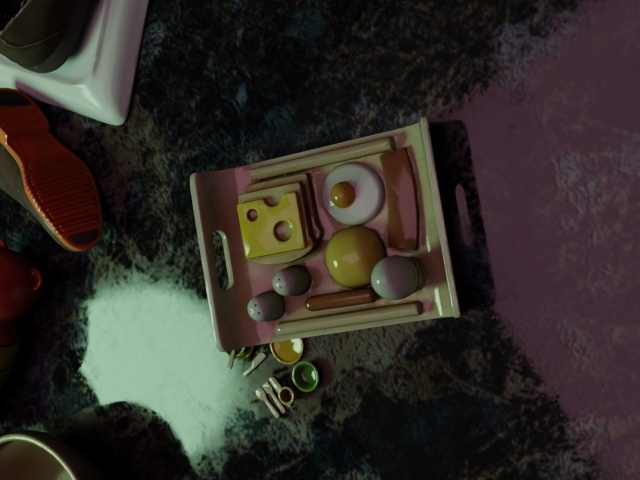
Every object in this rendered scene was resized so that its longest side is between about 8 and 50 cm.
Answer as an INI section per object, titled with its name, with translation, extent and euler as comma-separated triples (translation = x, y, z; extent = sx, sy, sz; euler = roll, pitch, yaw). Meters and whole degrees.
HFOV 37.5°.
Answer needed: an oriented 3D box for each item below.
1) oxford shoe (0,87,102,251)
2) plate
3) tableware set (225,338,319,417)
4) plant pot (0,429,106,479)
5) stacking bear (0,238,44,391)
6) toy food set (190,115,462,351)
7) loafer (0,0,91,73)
[oxford shoe]
translation = -0.387, -0.083, 1.305
extent = 0.271, 0.097, 0.098
euler = 56, 136, 19
[plate]
translation = -0.356, -0.320, 1.284
extent = 0.277, 0.045, 0.278
euler = 19, 102, 26
[tableware set]
translation = -0.070, 0.138, 1.166
extent = 0.104, 0.024, 0.154
euler = -45, 72, 24
[plant pot]
translation = -0.366, 0.371, 1.300
extent = 0.237, 0.109, 0.237
euler = 2, 94, 30
[stacking bear]
translation = -0.501, 0.139, 1.335
extent = 0.175, 0.164, 0.289
euler = 38, 100, 24
[toy food set]
translation = 0.000, 0.000, 1.068
extent = 0.306, 0.092, 0.220
euler = -11, 88, 24
[loafer]
translation = -0.331, -0.383, 1.165
extent = 0.134, 0.130, 0.366
euler = 28, 106, 25
